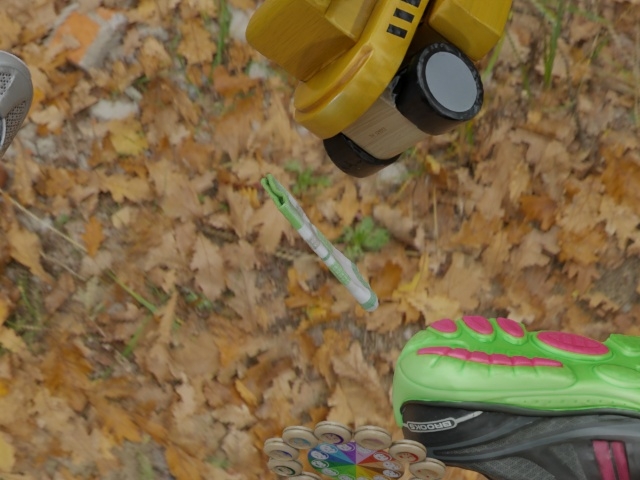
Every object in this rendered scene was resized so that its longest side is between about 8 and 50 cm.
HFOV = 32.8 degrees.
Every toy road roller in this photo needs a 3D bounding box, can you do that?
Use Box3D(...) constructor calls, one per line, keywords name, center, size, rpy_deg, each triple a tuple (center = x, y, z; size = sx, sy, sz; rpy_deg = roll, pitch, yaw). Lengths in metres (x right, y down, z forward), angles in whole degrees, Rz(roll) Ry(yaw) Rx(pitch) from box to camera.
Box3D(name="toy road roller", center=(0.066, -0.258, 1.258), size=(0.241, 0.202, 0.329), rpy_deg=(35, 58, -20))

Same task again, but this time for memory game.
Box3D(name="memory game", center=(0.035, 0.228, 1.084), size=(0.186, 0.186, 0.012), rpy_deg=(8, 54, 5))

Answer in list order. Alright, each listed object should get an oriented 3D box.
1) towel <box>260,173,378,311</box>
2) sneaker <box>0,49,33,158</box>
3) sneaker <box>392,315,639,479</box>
Box3D(name="towel", center=(0.000, 0.000, 1.118), size=(0.023, 0.113, 0.152), rpy_deg=(-40, 113, 1))
Box3D(name="sneaker", center=(-0.319, -0.045, 0.921), size=(0.115, 0.105, 0.281), rpy_deg=(11, 59, 31))
Box3D(name="sneaker", center=(0.316, 0.221, 1.212), size=(0.483, 0.185, 0.202), rpy_deg=(13, 117, 8))
